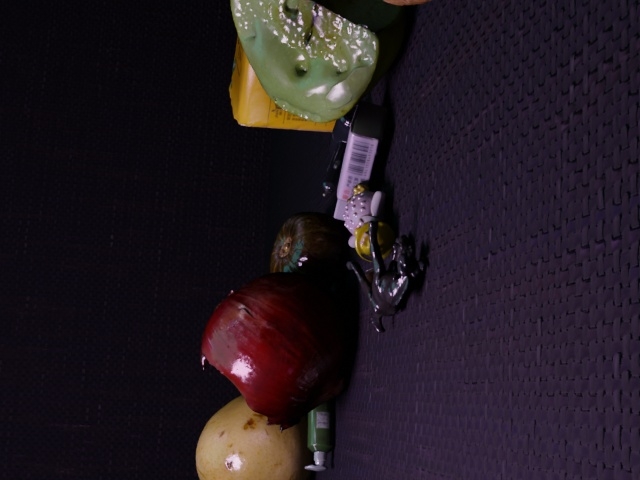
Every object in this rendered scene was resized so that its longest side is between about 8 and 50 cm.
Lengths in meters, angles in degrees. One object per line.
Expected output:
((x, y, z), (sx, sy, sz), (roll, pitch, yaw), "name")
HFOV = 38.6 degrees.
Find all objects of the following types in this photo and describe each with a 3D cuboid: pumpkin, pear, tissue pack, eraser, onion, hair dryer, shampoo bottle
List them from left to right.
((-0.160, 0.535, 2.296), (0.309, 0.309, 0.309), (-175, 90, -81), "pear")
((-0.086, 0.214, 1.954), (0.341, 0.341, 0.341), (-175, 90, -81), "onion")
((-0.037, -0.455, 2.034), (0.228, 0.293, 0.382), (-105, 21, -51), "tissue pack")
((-0.019, 0.038, 2.131), (0.219, 0.162, 0.219), (-41, 35, 38), "pumpkin")
((-0.002, 0.415, 2.059), (0.065, 0.065, 0.204), (114, 158, -65), "shampoo bottle")
((0.003, -0.384, 1.781), (0.238, 0.342, 0.318), (-42, -24, -39), "pear")
((0.041, -0.180, 1.932), (0.124, 0.072, 0.219), (107, -176, -57), "hair dryer")
((0.077, -0.152, 1.803), (0.124, 0.068, 0.210), (-76, -1, -49), "eraser")

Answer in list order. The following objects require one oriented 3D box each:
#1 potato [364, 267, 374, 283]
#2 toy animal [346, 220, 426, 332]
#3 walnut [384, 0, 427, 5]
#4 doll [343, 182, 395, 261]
((0.102, 0.071, 1.715), (0.037, 0.036, 0.093), (59, -170, 0), "potato")
((0.106, 0.064, 1.517), (0.232, 0.085, 0.148), (115, 157, -56), "toy animal")
((0.139, -0.449, 1.353), (0.165, 0.165, 0.197), (-128, 41, -77), "walnut")
((0.088, -0.029, 1.683), (0.207, 0.081, 0.129), (-102, 35, -57), "doll")
